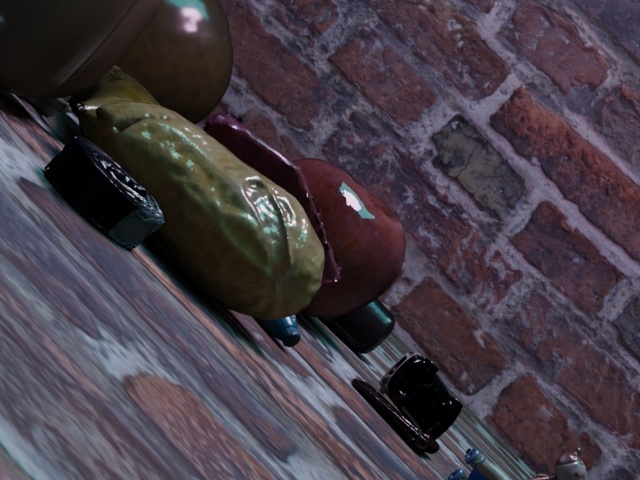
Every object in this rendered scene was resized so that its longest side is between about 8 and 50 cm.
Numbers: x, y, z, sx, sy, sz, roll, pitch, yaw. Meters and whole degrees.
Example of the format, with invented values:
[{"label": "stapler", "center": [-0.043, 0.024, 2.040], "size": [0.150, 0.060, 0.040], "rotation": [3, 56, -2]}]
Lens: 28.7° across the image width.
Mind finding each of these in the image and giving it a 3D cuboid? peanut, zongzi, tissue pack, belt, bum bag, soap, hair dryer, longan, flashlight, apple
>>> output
[{"label": "peanut", "center": [-0.140, -0.038, 1.514], "size": [0.340, 0.158, 0.174], "rotation": [41, 31, 15]}, {"label": "zongzi", "center": [-0.306, -0.187, 1.706], "size": [0.228, 0.115, 0.256], "rotation": [50, 8, 32]}, {"label": "tissue pack", "center": [-0.385, -0.361, 1.458], "size": [0.387, 0.267, 0.277], "rotation": [46, 4, 6]}, {"label": "belt", "center": [-0.227, -0.052, 1.332], "size": [0.140, 0.058, 0.105], "rotation": [44, 6, -31]}, {"label": "bum bag", "center": [0.115, 0.274, 1.940], "size": [0.159, 0.026, 0.109], "rotation": [40, 0, 22]}, {"label": "soap", "center": [-0.099, -0.050, 1.824], "size": [0.112, 0.182, 0.289], "rotation": [-93, 163, -85]}, {"label": "hair dryer", "center": [0.037, 0.117, 2.488], "size": [0.189, 0.107, 0.352], "rotation": [47, -3, -6]}, {"label": "longan", "center": [-0.300, -0.329, 2.161], "size": [0.319, 0.319, 0.319], "rotation": [44, 3, -3]}, {"label": "flashlight", "center": [-0.069, 0.095, 1.683], "size": [0.129, 0.051, 0.051], "rotation": [54, 8, 37]}, {"label": "apple", "center": [0.000, 0.000, 2.134], "size": [0.305, 0.235, 0.306], "rotation": [42, 5, -4]}]

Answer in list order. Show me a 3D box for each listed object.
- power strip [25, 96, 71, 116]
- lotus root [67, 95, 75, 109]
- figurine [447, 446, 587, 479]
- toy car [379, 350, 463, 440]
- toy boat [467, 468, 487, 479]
[{"label": "power strip", "center": [-0.406, -0.245, 1.682], "size": [0.288, 0.053, 0.093], "rotation": [48, 3, 42]}, {"label": "lotus root", "center": [-0.367, -0.232, 1.953], "size": [0.329, 0.078, 0.167], "rotation": [42, -20, -22]}, {"label": "figurine", "center": [0.294, 0.374, 1.707], "size": [0.260, 0.205, 0.103], "rotation": [41, -21, -3]}, {"label": "toy car", "center": [0.151, 0.242, 2.045], "size": [0.108, 0.089, 0.210], "rotation": [40, -9, 41]}, {"label": "toy boat", "center": [0.312, 0.442, 1.899], "size": [0.210, 0.070, 0.291], "rotation": [52, 3, 36]}]
